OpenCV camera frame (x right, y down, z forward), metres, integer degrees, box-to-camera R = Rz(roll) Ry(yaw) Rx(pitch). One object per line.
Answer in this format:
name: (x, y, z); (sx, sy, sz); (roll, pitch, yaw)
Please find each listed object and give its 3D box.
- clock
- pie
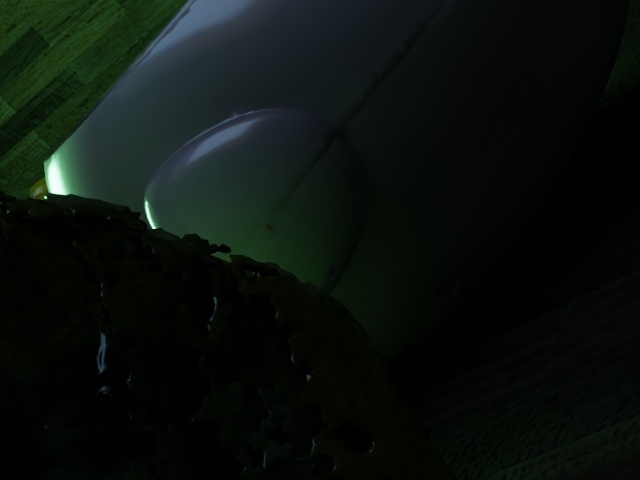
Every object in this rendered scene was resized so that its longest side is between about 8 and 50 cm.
clock: (0.031, -0.094, 0.884); (0.376, 0.250, 0.368); (-44, 11, 25)
pie: (-0.091, 0.111, 0.558); (0.078, 0.296, 0.371); (-49, 4, 39)
